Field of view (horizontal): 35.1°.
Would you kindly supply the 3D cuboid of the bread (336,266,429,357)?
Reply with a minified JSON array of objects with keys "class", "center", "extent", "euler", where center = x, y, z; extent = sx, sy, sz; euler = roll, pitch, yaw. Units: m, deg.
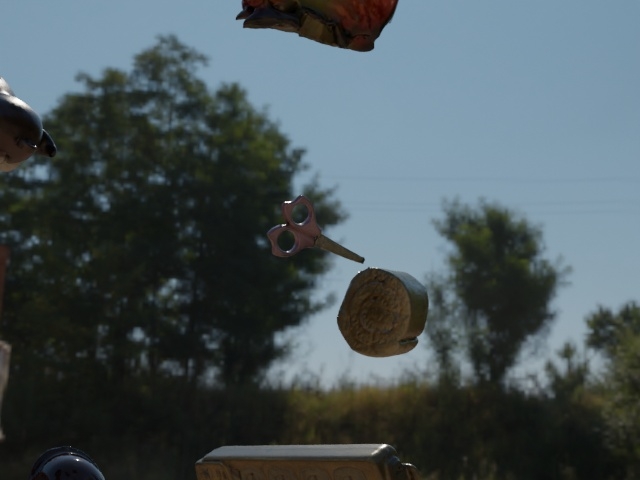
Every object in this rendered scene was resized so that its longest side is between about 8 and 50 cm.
[{"class":"bread","center":[0.106,0.121,1.706],"extent":[0.134,0.148,0.141],"euler":[6,-2,19]}]

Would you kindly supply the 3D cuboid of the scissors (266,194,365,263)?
[{"class":"scissors","center":[0.000,0.000,1.738],"extent":[0.212,0.110,0.021],"euler":[26,-1,-40]}]

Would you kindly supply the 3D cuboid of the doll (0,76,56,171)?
[{"class":"doll","center":[-0.549,-0.209,1.661],"extent":[0.257,0.117,0.182],"euler":[44,12,27]}]

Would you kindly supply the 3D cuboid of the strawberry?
[{"class":"strawberry","center":[-0.005,-0.395,1.274],"extent":[0.233,0.306,0.138],"euler":[6,0,-27]}]

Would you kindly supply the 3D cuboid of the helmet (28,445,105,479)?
[{"class":"helmet","center":[-0.480,0.481,1.965],"extent":[0.155,0.175,0.106],"euler":[-14,-10,-31]}]

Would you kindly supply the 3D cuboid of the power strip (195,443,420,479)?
[{"class":"power strip","center":[-0.029,0.240,1.015],"extent":[0.305,0.064,0.044],"euler":[-12,7,44]}]
